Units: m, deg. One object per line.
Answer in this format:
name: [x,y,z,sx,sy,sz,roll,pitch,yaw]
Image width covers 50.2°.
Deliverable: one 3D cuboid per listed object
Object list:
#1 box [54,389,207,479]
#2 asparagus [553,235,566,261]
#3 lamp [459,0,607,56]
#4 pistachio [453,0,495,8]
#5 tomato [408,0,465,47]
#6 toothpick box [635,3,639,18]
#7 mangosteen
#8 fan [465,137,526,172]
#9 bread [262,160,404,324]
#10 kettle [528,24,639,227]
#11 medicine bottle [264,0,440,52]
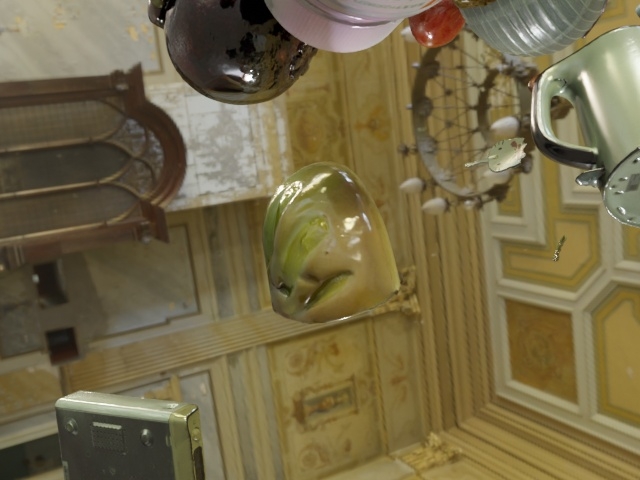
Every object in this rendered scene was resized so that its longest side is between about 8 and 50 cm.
box: [-0.203,0.305,0.748,0.211,0.045,0.270,-1,-83,30]
asparagus: [0.510,0.015,1.458,0.016,0.166,0.013,15,-66,22]
lamp: [0.341,-0.413,1.089,0.265,0.233,0.233,51,-14,-28]
pistachio: [0.230,-0.347,0.834,0.049,0.173,0.089,42,1,34]
tomato: [0.258,-0.484,1.426,0.091,0.139,0.159,18,-79,52]
toothpick box: [0.597,-0.415,1.182,0.083,0.052,0.052,-44,-119,50]
mangosteen: [-0.153,-0.378,1.176,0.297,0.314,0.296,5,90,-79]
fan: [0.224,-0.106,0.879,0.083,0.004,0.055,-14,-135,33]
bread: [-0.004,-0.009,0.811,0.260,0.158,0.156,-121,-167,-80]
kettle: [0.403,-0.162,0.912,0.165,0.241,0.255,79,9,-51]
medicine bottle: [0.055,-0.350,0.718,0.302,0.241,0.241,151,-74,-72]
